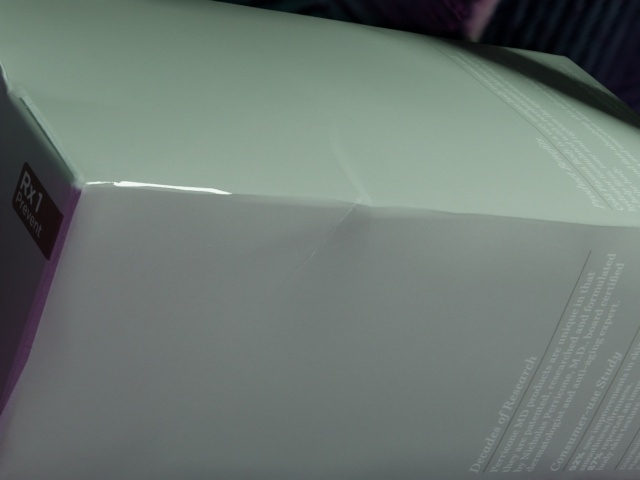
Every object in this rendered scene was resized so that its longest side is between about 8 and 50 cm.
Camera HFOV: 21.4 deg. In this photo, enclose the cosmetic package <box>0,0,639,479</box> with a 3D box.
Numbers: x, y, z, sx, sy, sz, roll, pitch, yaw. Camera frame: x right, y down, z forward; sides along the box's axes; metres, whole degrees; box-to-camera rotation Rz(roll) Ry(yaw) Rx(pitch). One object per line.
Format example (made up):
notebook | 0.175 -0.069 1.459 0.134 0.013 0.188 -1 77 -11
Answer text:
cosmetic package | 0.000 0.000 0.491 0.238 0.127 0.107 2 121 -31
